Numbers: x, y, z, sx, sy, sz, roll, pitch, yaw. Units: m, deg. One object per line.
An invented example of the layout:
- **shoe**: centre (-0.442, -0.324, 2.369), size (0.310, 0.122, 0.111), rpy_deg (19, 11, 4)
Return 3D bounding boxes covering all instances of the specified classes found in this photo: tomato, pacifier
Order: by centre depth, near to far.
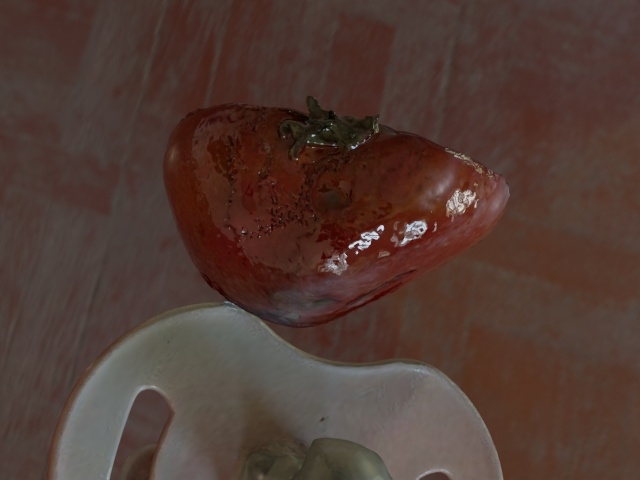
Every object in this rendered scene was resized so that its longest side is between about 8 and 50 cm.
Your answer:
- **tomato**: centre (0.000, 0.000, 1.023), size (0.189, 0.173, 0.099), rpy_deg (12, 70, 5)
- **pacifier**: centre (-0.022, 0.178, 1.308), size (0.332, 0.273, 0.220), rpy_deg (18, 48, -12)
